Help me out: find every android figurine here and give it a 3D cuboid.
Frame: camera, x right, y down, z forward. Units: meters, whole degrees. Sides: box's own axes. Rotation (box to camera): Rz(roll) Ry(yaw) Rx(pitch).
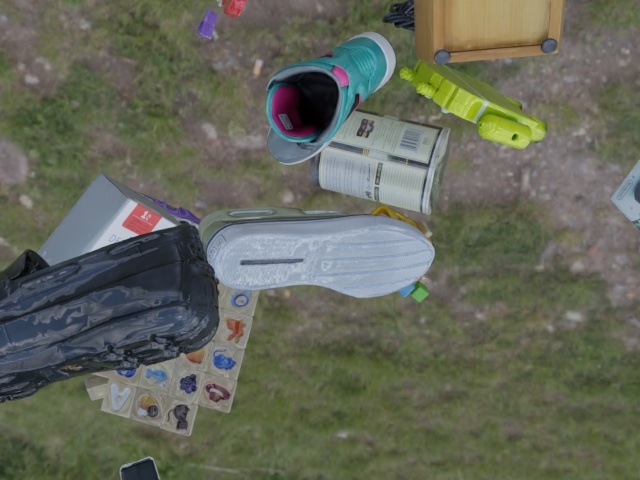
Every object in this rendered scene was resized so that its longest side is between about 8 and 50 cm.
[{"bbox_3d":[0.258,-0.239,1.472,0.273,0.248,0.056,13,117,-33],"label":"android figurine"}]

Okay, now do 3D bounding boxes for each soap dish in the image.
[{"bbox_3d":[0.250,-0.393,1.244,0.229,0.118,0.291,-4,130,4],"label":"soap dish"}]

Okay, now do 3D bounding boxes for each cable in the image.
[{"bbox_3d":[0.204,-0.410,1.566,0.184,0.150,0.047,-11,128,-3],"label":"cable"}]

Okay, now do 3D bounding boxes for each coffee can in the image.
[{"bbox_3d":[0.137,-0.185,1.946,0.275,0.201,0.201,15,145,13],"label":"coffee can"}]

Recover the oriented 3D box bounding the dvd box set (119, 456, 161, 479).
[{"bbox_3d":[-0.223,0.588,1.393,0.062,0.307,0.420,-18,136,-13],"label":"dvd box set"}]

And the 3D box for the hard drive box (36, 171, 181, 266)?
[{"bbox_3d":[-0.358,0.027,1.428,0.232,0.089,0.181,-52,149,2],"label":"hard drive box"}]

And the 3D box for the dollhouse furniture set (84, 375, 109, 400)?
[{"bbox_3d":[-0.362,0.191,1.606,0.182,0.101,0.161,-15,139,-11],"label":"dollhouse furniture set"}]

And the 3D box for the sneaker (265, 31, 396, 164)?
[{"bbox_3d":[-0.027,-0.186,1.295,0.124,0.178,0.295,51,134,3],"label":"sneaker"}]

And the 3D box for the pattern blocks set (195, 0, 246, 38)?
[{"bbox_3d":[-0.104,-0.438,1.229,0.026,0.325,0.285,22,171,-22],"label":"pattern blocks set"}]

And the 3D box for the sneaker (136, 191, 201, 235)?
[{"bbox_3d":[-0.300,-0.044,1.677,0.170,0.071,0.068,28,114,-1],"label":"sneaker"}]

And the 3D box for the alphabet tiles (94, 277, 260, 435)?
[{"bbox_3d":[-0.266,0.156,1.520,0.285,0.342,0.011,13,176,10],"label":"alphabet tiles"}]

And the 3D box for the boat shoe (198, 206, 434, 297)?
[{"bbox_3d":[0.000,0.000,1.033,0.302,0.094,0.109,4,122,-31],"label":"boat shoe"}]

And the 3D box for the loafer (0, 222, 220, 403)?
[{"bbox_3d":[-0.170,0.046,0.506,0.223,0.078,0.076,-14,156,3],"label":"loafer"}]

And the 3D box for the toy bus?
[{"bbox_3d":[0.170,0.006,1.707,0.191,0.202,0.104,44,111,-3],"label":"toy bus"}]

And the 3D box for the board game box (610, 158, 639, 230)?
[{"bbox_3d":[0.563,-0.036,1.128,0.097,0.303,0.224,-10,141,-33],"label":"board game box"}]
